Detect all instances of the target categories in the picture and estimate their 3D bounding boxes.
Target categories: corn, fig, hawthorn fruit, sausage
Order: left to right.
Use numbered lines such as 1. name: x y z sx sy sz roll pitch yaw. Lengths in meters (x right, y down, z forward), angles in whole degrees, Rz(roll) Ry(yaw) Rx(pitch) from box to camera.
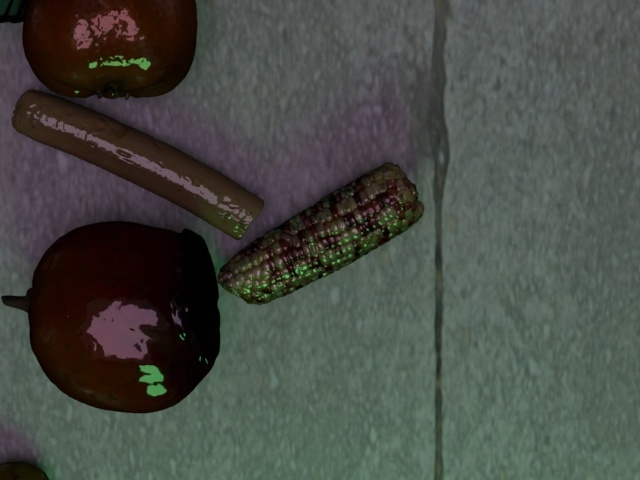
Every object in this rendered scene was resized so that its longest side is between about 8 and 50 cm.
1. fig: -0.367 0.304 1.576 0.084 0.098 0.082 26 99 4
2. hawthorn fruit: -0.233 0.085 1.495 0.249 0.215 0.215 9 99 -7
3. hawthorn fruit: -0.225 -0.262 1.449 0.196 0.196 0.226 2 84 -4
4. sausage: -0.209 -0.091 1.536 0.301 0.066 0.066 26 97 -10
5. corn: 0.000 0.000 1.551 0.253 0.086 0.086 -30 100 2

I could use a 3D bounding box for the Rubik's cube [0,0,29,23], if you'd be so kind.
1. Rubik's cube: -0.385 -0.403 1.357 0.288 0.293 0.283 25 100 -9
